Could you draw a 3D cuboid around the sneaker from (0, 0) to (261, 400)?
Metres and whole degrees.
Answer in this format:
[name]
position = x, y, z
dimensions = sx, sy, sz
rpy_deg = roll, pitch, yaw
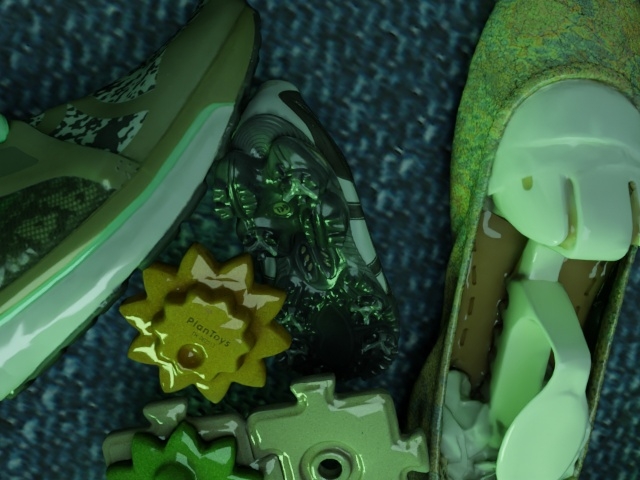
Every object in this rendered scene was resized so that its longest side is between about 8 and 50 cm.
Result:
[sneaker]
position = -0.192, -0.004, 0.475
dimensions = 0.182, 0.158, 0.410
rpy_deg = 47, 69, -10

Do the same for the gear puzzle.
[gear puzzle]
position = -0.023, 0.159, 0.577
dimensions = 0.176, 0.044, 0.338
rpy_deg = -10, 109, 5

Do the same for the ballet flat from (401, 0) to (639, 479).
[ballet flat]
position = 0.123, 0.020, 0.595
dimensions = 0.123, 0.123, 0.348
rpy_deg = 8, 106, -11

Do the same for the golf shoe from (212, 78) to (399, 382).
[golf shoe]
position = 0.000, 0.000, 0.595
dimensions = 0.077, 0.093, 0.198
rpy_deg = -7, 135, 8
